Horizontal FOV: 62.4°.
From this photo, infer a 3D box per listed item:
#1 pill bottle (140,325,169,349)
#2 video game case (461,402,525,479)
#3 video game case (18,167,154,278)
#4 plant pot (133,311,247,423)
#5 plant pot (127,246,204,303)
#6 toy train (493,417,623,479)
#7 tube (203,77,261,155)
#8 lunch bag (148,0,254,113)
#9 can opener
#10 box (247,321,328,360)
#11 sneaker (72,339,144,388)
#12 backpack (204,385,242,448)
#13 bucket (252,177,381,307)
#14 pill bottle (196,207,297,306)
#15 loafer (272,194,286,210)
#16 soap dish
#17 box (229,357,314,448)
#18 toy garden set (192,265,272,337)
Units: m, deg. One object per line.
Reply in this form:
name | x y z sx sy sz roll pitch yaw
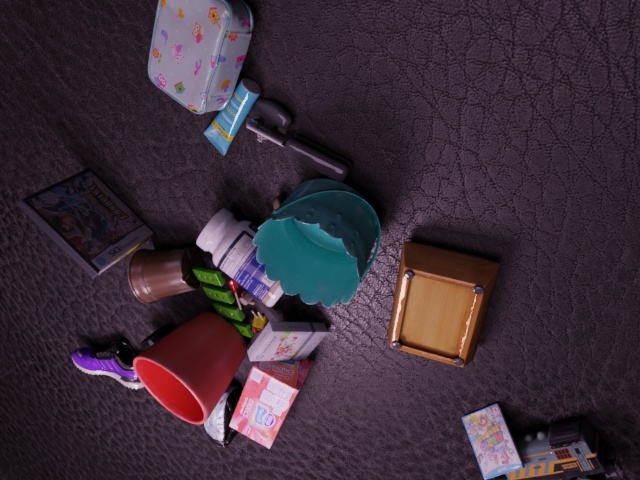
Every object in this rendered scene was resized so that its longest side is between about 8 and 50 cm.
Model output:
pill bottle | -0.484 0.394 1.732 0.123 0.123 0.219 -29 101 32
video game case | 0.459 0.537 1.416 0.119 0.015 0.166 -37 55 33
video game case | -0.645 -0.057 1.488 0.275 0.248 0.035 46 125 -5
plant pot | -0.366 0.361 1.569 0.275 0.243 0.275 22 136 24
plant pot | -0.440 0.094 1.545 0.165 0.167 0.167 -9 112 18
toy train | 0.596 0.589 1.388 0.334 0.142 0.190 -28 89 34
tube | -0.218 -0.307 1.305 0.080 0.052 0.207 51 129 9
lunch bag | -0.281 -0.453 1.206 0.224 0.108 0.279 37 123 18
can opener | -0.050 -0.234 1.253 0.280 0.074 0.093 32 123 4
box | -0.091 0.285 1.492 0.186 0.038 0.145 9 132 -35
sneaker | -0.735 0.405 1.865 0.293 0.102 0.146 15 117 9
backpack | -0.318 0.566 1.746 0.115 0.152 0.182 4 107 15
bucket | 0.000 0.000 1.256 0.281 0.183 0.281 16 138 15
pill bottle | -0.189 0.041 1.408 0.265 0.153 0.153 38 124 1
loafer | -0.102 -0.047 1.383 0.050 0.056 0.148 -6 114 19
soap dish | 0.288 0.163 1.295 0.229 0.118 0.290 14 119 16
box | -0.151 0.472 1.623 0.154 0.142 0.300 27 123 8
toy garden set | -0.236 0.175 1.514 0.204 0.049 0.244 8 132 40
